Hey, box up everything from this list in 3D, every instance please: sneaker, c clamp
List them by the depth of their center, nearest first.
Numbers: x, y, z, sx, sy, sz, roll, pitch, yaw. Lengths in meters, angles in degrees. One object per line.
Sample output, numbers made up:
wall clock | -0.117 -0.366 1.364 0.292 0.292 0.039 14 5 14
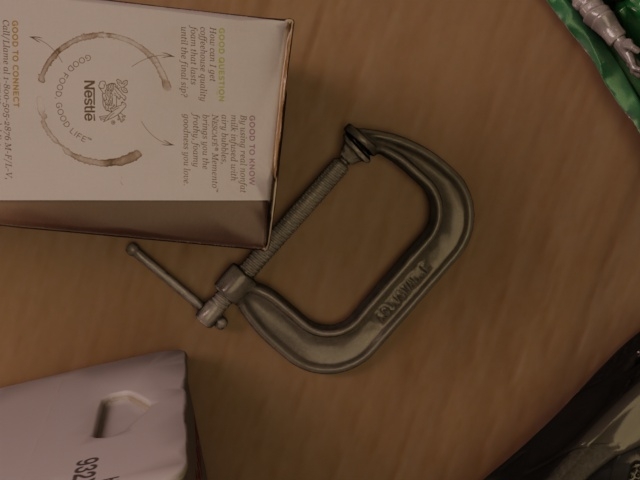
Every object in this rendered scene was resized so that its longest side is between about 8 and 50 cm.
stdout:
c clamp | 0.000 0.000 0.598 0.161 0.022 0.137 -43 101 0
sneaker | 0.158 0.163 0.610 0.227 0.087 0.130 -41 95 -7

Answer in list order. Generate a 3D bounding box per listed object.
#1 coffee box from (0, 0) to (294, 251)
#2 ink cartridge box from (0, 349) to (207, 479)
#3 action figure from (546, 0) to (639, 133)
coffee box | -0.142 -0.058 0.502 0.246 0.141 0.098 5 94 -5
ink cartridge box | -0.096 0.231 0.514 0.129 0.223 0.307 -11 99 -6
action figure | 0.185 -0.123 0.592 0.137 0.063 0.232 -42 98 2
